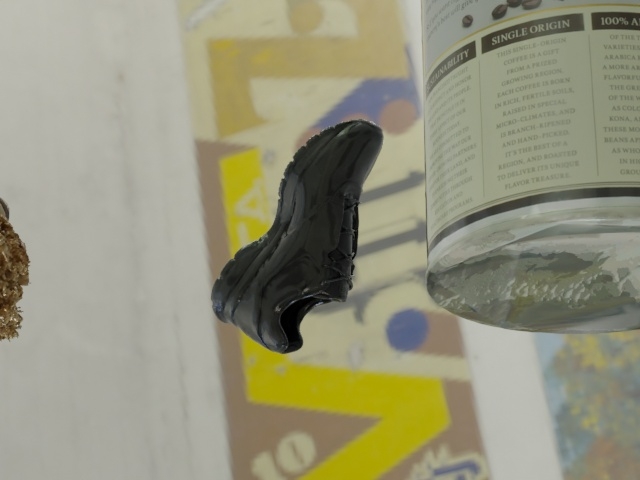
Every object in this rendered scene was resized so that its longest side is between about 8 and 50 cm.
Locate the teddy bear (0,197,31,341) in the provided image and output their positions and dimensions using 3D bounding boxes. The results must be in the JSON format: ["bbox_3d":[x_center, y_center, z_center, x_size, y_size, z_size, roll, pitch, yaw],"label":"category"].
[{"bbox_3d":[-0.396,-0.020,1.192,0.113,0.337,0.245,-55,-41,-57],"label":"teddy bear"}]

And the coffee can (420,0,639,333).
[{"bbox_3d":[0.161,-0.103,0.864,0.201,0.201,0.275,42,-136,-59],"label":"coffee can"}]

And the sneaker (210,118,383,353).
[{"bbox_3d":[0.000,0.000,1.564,0.130,0.286,0.109,39,-165,32],"label":"sneaker"}]
